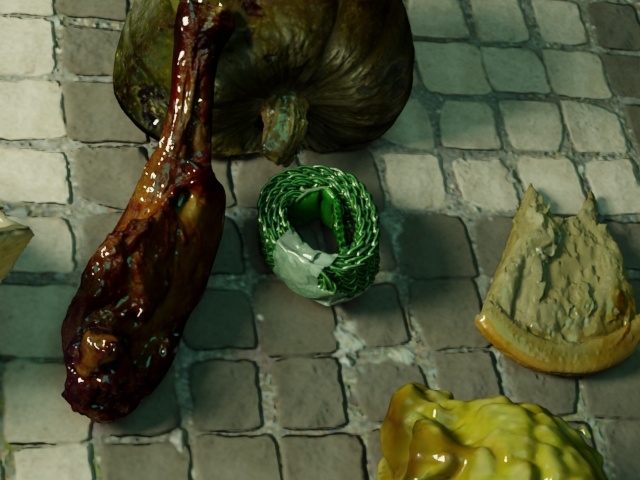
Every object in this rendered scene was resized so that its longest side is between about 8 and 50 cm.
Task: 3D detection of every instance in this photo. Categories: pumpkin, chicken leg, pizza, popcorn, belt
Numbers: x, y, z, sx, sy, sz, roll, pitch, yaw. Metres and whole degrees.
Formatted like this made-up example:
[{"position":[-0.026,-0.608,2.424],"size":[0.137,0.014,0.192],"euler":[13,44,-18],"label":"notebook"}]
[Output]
[{"position":[-0.042,-0.206,1.405],"size":[0.325,0.232,0.242],"euler":[-7,62,-19],"label":"pumpkin"},{"position":[-0.152,-0.027,1.274],"size":[0.096,0.158,0.407],"euler":[10,74,20],"label":"chicken leg"},{"position":[0.267,0.037,1.461],"size":[0.181,0.034,0.262],"euler":[20,52,-4],"label":"pizza"},{"position":[0.134,0.234,1.183],"size":[0.251,0.206,0.237],"euler":[39,67,24],"label":"popcorn"},{"position":[0.000,0.000,1.373],"size":[0.121,0.079,0.151],"euler":[-18,52,-17],"label":"belt"}]

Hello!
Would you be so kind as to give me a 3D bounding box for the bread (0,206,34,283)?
[{"position":[-0.511,-0.046,1.138],"size":[0.345,0.242,0.405],"euler":[-23,69,-37],"label":"bread"}]
